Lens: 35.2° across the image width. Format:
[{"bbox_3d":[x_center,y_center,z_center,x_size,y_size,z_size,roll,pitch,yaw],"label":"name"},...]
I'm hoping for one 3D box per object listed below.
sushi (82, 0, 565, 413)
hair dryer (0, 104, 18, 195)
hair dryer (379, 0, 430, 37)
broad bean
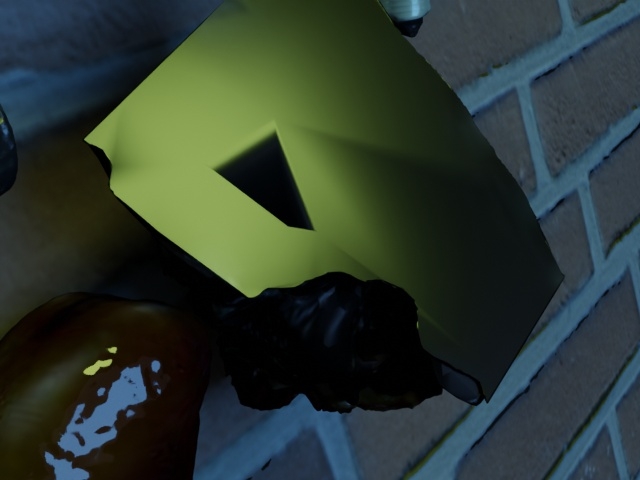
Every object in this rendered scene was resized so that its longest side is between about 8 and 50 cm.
[{"bbox_3d":[0.000,0.000,0.451,0.172,0.150,0.153,37,61,2],"label":"sushi"},{"bbox_3d":[-0.184,-0.074,0.257,0.195,0.075,0.219,-24,121,-41],"label":"hair dryer"},{"bbox_3d":[0.045,-0.240,0.593,0.131,0.073,0.236,-28,112,-50],"label":"hair dryer"},{"bbox_3d":[-0.095,0.102,0.376,0.114,0.084,0.165,10,85,-42],"label":"broad bean"}]
